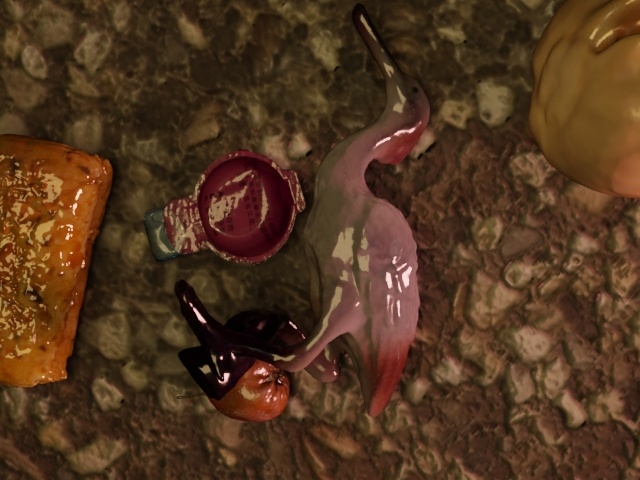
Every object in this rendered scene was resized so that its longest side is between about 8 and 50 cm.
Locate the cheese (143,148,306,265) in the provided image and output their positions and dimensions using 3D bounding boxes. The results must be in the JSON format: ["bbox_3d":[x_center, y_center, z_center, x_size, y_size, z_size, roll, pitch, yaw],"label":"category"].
[{"bbox_3d":[-0.080,-0.021,1.351,0.145,0.038,0.095,-17,88,20],"label":"cheese"}]

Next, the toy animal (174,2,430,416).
[{"bbox_3d":[0.024,0.001,1.291,0.195,0.090,0.324,35,82,-18],"label":"toy animal"}]

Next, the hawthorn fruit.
[{"bbox_3d":[-0.073,0.123,1.351,0.103,0.067,0.066,-21,88,36],"label":"hawthorn fruit"}]

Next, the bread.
[{"bbox_3d":[-0.248,0.017,1.374,0.114,0.083,0.211,14,98,9],"label":"bread"}]

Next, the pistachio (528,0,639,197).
[{"bbox_3d":[0.296,-0.126,1.192,0.299,0.187,0.187,-13,90,8],"label":"pistachio"}]
